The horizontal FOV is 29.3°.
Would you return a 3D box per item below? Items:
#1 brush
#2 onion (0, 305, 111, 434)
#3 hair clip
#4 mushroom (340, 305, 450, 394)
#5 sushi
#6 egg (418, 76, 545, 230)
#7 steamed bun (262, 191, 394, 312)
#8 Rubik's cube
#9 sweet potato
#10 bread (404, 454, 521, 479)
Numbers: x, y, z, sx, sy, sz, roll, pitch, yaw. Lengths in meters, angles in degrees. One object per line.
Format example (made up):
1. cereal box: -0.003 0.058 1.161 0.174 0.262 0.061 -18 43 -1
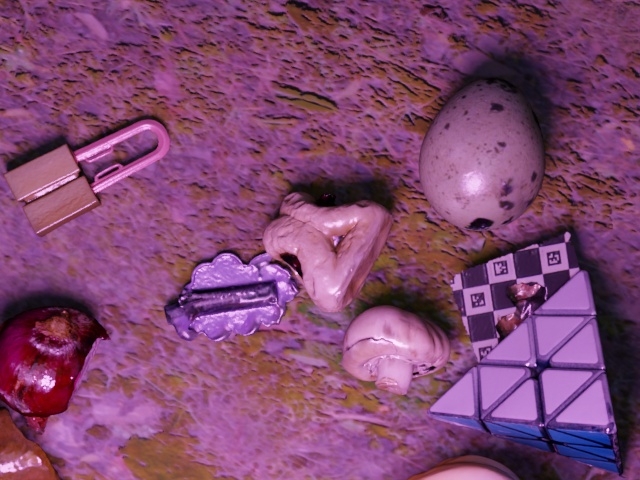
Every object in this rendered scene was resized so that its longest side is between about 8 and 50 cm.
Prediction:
1. brush: -0.324 -0.103 1.749 0.233 0.047 0.103 -28 89 -5
2. onion: -0.394 0.179 1.687 0.135 0.173 0.198 32 118 -2
3. hair clip: -0.127 0.079 1.752 0.195 0.052 0.124 -13 94 -9
4. mushroom: 0.105 0.157 1.711 0.154 0.154 0.122 3 62 -3
5. sushi: 0.298 0.114 1.777 0.193 0.040 0.210 -20 98 -6
6. egg: 0.229 -0.125 1.721 0.177 0.177 0.228 10 73 -3
7. steamed bun: 0.000 0.000 1.729 0.155 0.141 0.172 28 82 11
8. Rubik's cube: 0.335 0.217 1.698 0.228 0.228 0.233 -17 54 -43
9. sweet potato: -0.532 0.309 1.670 0.370 0.158 0.157 -3 87 -4
10. bread: 0.249 0.493 1.646 0.329 0.245 0.423 -25 86 34
